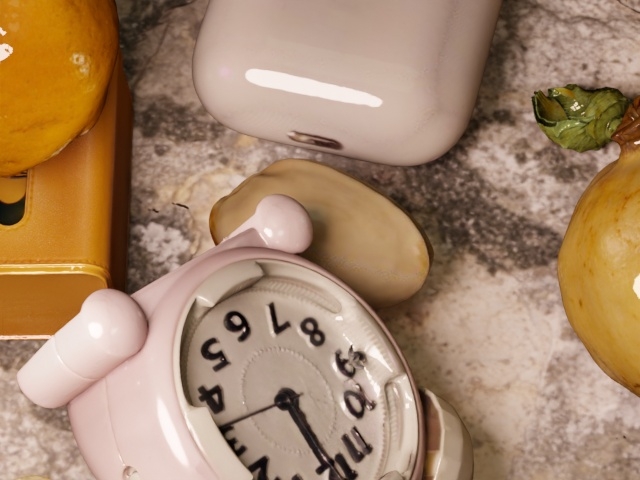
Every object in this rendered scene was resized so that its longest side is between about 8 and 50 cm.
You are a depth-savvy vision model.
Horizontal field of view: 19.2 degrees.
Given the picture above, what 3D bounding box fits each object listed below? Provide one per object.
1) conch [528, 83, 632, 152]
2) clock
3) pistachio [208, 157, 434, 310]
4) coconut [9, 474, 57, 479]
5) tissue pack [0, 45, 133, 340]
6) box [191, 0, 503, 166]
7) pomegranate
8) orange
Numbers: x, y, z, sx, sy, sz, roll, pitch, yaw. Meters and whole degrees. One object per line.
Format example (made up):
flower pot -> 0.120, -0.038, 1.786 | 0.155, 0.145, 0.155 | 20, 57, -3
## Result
conch -> 0.258, -0.126, 1.895 | 0.089, 0.074, 0.121 | -5, 30, -42
clock -> -0.050, 0.162, 1.613 | 0.342, 0.184, 0.326 | -33, 81, -41
pistachio -> 0.000, 0.000, 1.798 | 0.215, 0.144, 0.144 | 20, 63, 5
coconut -> -0.262, 0.323, 1.561 | 0.239, 0.244, 0.239 | 13, 65, -29
tissue pack -> -0.283, -0.055, 1.821 | 0.194, 0.145, 0.274 | -1, 62, -2
box -> 0.037, -0.244, 1.925 | 0.289, 0.141, 0.349 | 12, 62, 8
pomegranate -> 0.366, 0.024, 1.710 | 0.307, 0.307, 0.307 | 0, 61, 0
orange -> -0.273, -0.186, 1.693 | 0.183, 0.249, 0.249 | -15, 61, -26
